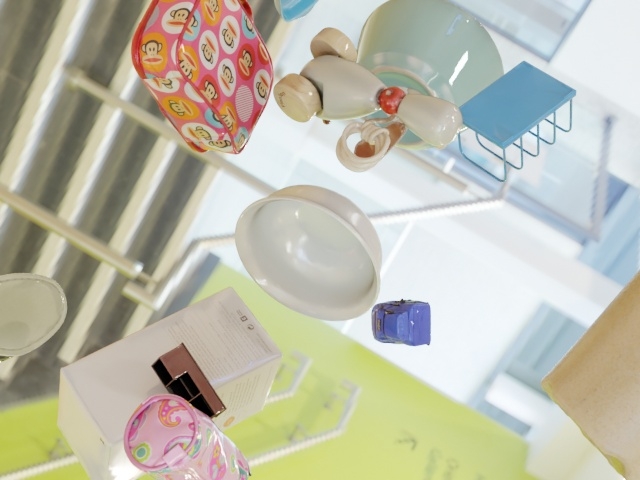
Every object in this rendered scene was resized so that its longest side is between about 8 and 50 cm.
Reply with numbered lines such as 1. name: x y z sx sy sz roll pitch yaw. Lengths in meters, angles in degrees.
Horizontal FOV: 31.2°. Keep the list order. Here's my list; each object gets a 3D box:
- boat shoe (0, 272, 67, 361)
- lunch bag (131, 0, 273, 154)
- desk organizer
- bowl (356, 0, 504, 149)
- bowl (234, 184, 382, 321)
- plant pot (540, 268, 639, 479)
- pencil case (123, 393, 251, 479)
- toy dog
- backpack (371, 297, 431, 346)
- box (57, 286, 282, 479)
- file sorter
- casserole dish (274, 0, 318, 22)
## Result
1. boat shoe: -0.530 0.143 1.697 0.113 0.127 0.340 -13 -165 39
2. lunch bag: -0.184 -0.316 1.945 0.293 0.120 0.258 58 44 -50
3. desk organizer: -0.213 0.236 1.845 0.050 0.130 0.047 -29 171 -37
4. bowl: 0.181 -0.299 2.213 0.163 0.312 0.311 -53 175 -41
5. bowl: 0.000 0.000 2.135 0.134 0.298 0.298 -56 177 -40
6. plant pot: 0.507 0.193 1.676 0.305 0.334 0.334 -42 180 4
7. pencil case: -0.192 0.326 1.708 0.124 0.124 0.284 -60 155 -18
8. toy dog: 0.076 -0.208 1.887 0.220 0.333 0.161 -32 143 -10
9. backpack: 0.157 0.167 2.364 0.120 0.101 0.097 3 -91 47
10. box: -0.267 0.263 2.006 0.345 0.168 0.215 -26 155 -29
11. file sorter: 0.324 -0.194 1.906 0.170 0.118 0.104 -36 141 -20
12. casserole dish: -0.042 -0.467 2.013 0.114 0.037 0.188 -41 157 -21
